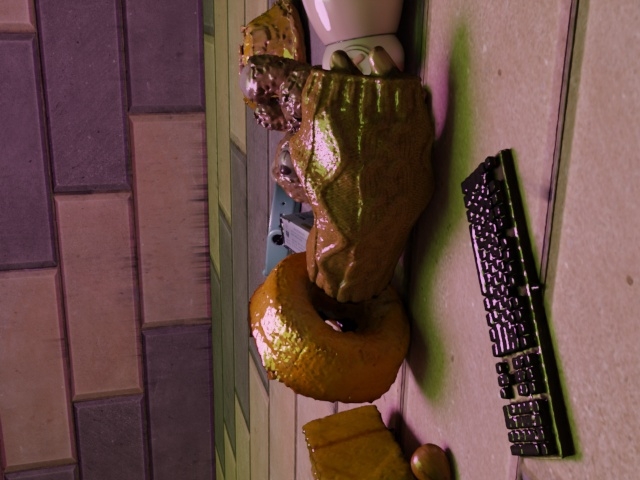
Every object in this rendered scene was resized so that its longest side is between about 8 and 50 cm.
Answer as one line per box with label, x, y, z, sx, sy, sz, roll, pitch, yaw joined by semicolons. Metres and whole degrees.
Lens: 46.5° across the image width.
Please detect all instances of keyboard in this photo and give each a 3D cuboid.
keyboard;0.199;0.066;0.780;0.106;0.027;0.317;128;136;-69

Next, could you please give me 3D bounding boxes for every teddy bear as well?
teddy bear;-0.021;-0.182;1.290;0.267;0.156;0.256;28;121;37

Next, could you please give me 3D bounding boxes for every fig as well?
fig;0.153;0.309;0.978;0.083;0.050;0.050;57;150;35

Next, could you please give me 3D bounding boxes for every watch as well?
watch;-0.082;-0.023;1.638;0.195;0.068;0.237;-86;5;-54

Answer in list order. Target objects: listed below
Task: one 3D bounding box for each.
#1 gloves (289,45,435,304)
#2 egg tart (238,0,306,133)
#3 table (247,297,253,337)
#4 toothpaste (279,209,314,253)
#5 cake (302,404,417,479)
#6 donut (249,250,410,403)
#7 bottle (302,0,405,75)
gloves;0.065;-0.078;0.972;0.155;0.203;0.357;33;134;44
egg tart;-0.114;-0.384;1.646;0.315;0.120;0.315;177;90;-76
table;-0.169;0.211;2.085;0.083;0.070;0.082;100;159;-45
toothpaste;0.000;0.000;1.383;0.313;0.089;0.071;-149;50;-71
cake;0.066;0.376;1.110;0.260;0.156;0.179;-120;14;-69
donut;0.015;0.120;1.087;0.253;0.253;0.118;-110;33;-46
bottle;0.051;-0.303;1.028;0.147;0.147;0.237;-155;55;-73
